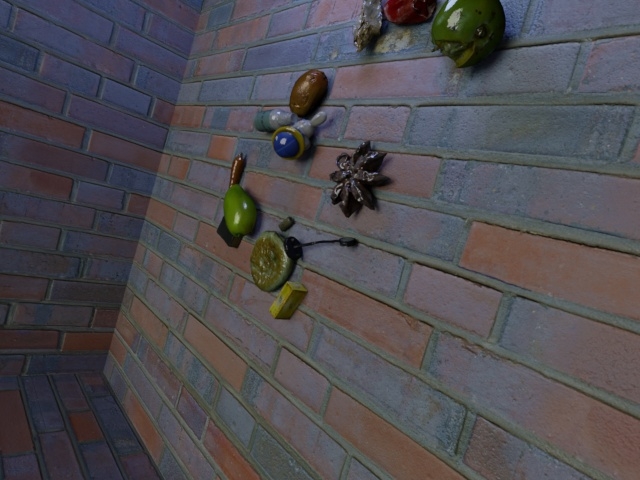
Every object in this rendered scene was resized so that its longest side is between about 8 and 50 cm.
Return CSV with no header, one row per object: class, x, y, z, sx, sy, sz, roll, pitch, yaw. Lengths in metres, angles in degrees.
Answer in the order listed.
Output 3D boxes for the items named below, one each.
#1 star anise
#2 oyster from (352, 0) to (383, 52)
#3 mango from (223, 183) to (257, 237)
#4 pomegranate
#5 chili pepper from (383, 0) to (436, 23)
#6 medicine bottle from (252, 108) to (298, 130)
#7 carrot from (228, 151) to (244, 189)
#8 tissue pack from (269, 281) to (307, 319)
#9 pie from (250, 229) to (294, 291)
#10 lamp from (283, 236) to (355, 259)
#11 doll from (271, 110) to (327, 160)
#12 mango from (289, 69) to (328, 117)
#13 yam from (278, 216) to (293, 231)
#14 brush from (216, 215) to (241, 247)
star anise,0.142,-0.253,1.673,0.331,0.117,0.332,-17,67,48
oyster,0.212,-0.979,1.776,0.166,0.110,0.341,137,138,-73
mango,-0.440,-0.174,2.219,0.192,0.156,0.343,-42,51,28
pomegranate,0.478,-0.713,1.390,0.236,0.236,0.302,-63,18,13
chili pepper,0.344,-0.939,1.659,0.252,0.136,0.144,12,134,56
medicine bottle,-0.228,-0.622,2.119,0.352,0.110,0.110,17,93,53
carrot,-0.502,-0.353,2.398,0.069,0.069,0.336,22,99,46
tissue pack,-0.145,0.274,1.850,0.062,0.095,0.176,47,113,40
pie,-0.246,0.102,2.019,0.323,0.070,0.323,-10,76,46
lamp,0.002,0.037,1.788,0.371,0.130,0.109,0,102,33
doll,-0.091,-0.489,1.945,0.311,0.242,0.160,-22,99,40
mango,-0.065,-0.715,1.995,0.249,0.151,0.156,-51,17,32
yam,-0.170,-0.079,2.000,0.094,0.043,0.043,-35,57,33
brush,-0.515,-0.052,2.334,0.197,0.059,0.123,40,110,43
